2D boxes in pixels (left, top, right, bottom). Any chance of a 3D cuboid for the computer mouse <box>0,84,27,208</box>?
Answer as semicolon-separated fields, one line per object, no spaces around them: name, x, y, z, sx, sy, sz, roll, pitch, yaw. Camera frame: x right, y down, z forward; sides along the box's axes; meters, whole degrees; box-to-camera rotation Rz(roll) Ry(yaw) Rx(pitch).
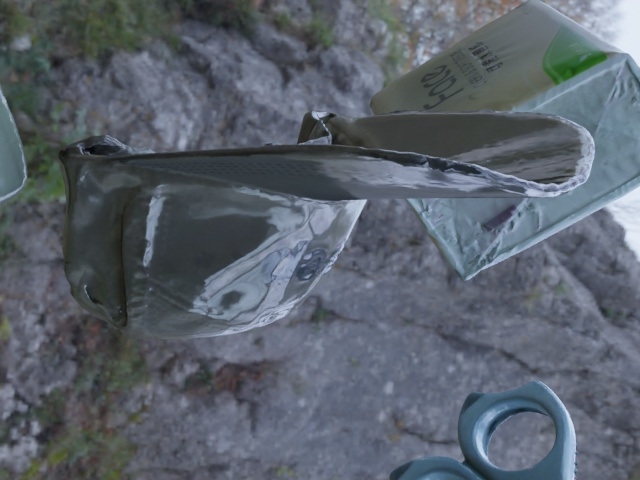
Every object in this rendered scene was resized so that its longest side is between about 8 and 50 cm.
computer mouse;-0.331;-0.136;0.463;0.228;0.429;0.145;122;-10;-49

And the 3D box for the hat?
hat;0.000;0.000;0.484;0.244;0.214;0.149;20;-68;35

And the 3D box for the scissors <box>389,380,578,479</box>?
scissors;0.190;0.237;0.699;0.191;0.029;0.360;-43;-142;-9

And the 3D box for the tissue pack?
tissue pack;0.261;-0.164;1.341;0.331;0.205;0.405;-31;-160;10
